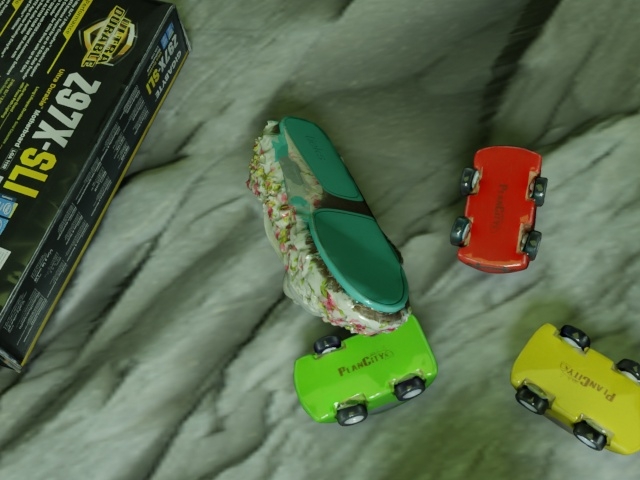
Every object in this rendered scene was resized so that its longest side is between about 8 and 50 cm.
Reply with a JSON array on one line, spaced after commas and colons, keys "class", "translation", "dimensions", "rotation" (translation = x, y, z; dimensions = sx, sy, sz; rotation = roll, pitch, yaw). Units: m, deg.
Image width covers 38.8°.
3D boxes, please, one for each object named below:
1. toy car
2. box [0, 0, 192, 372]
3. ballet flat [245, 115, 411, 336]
[{"class": "toy car", "translation": [0.091, 0.068, 0.636], "dimensions": [0.225, 0.053, 0.239], "rotation": [-22, 63, 2]}, {"class": "box", "translation": [-0.291, -0.085, 0.750], "dimensions": [0.257, 0.079, 0.322], "rotation": [18, 68, 11]}, {"class": "ballet flat", "translation": [0.000, 0.000, 0.642], "dimensions": [0.077, 0.091, 0.241], "rotation": [-59, 29, 27]}]
